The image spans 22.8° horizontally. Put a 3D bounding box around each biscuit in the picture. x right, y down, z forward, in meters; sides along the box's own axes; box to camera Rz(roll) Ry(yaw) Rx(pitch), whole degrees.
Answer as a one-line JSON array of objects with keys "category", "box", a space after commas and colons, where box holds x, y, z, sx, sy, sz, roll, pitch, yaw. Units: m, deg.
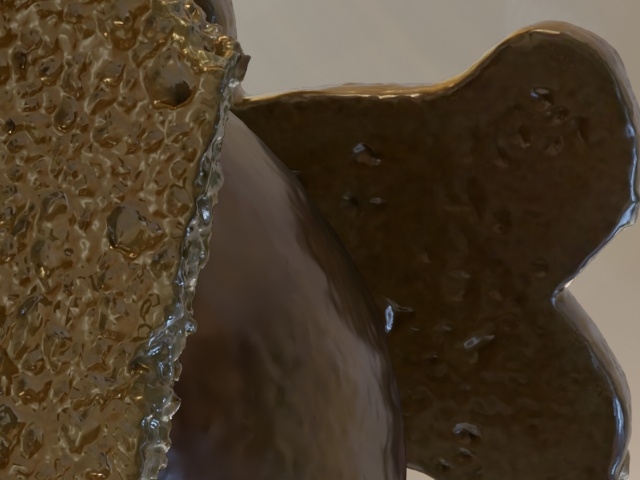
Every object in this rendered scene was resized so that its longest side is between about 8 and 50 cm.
[{"category": "biscuit", "box": [0.000, 0.000, 0.994, 0.394, 0.076, 0.368, 3, -74, 9]}, {"category": "biscuit", "box": [-0.088, -0.033, 0.507, 0.131, 0.026, 0.237, 11, -94, 22]}]

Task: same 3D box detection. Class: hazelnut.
[{"category": "hazelnut", "box": [-0.149, 0.103, 0.802, 0.421, 0.353, 0.421, 34, -33, 26]}]
